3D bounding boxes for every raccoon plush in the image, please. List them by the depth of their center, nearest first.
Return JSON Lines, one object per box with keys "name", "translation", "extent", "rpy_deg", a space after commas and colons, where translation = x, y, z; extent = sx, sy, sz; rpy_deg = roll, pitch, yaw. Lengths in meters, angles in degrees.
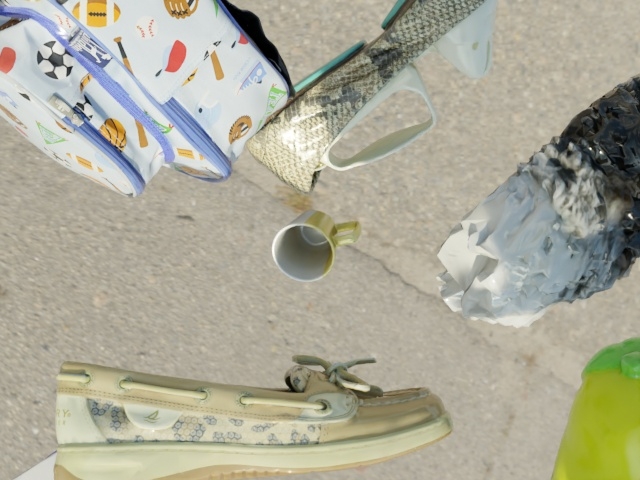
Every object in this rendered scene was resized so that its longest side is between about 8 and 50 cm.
{"name": "raccoon plush", "translation": [0.311, 0.008, 0.541], "extent": [0.446, 0.216, 0.299], "rpy_deg": [-39, 74, -17]}

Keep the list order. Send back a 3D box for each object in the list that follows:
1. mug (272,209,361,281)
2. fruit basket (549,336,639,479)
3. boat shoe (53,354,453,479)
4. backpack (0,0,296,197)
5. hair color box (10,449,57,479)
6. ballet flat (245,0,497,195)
{"name": "mug", "translation": [-0.003, 0.002, 0.866], "extent": [0.064, 0.078, 0.062], "rpy_deg": [-61, 167, -64]}
{"name": "fruit basket", "translation": [0.283, 0.274, 0.736], "extent": [0.392, 0.283, 0.392], "rpy_deg": [11, 62, -21]}
{"name": "boat shoe", "translation": [-0.043, 0.120, 0.622], "extent": [0.285, 0.104, 0.089], "rpy_deg": [-2, 79, -15]}
{"name": "backpack", "translation": [-0.163, -0.155, 0.725], "extent": [0.263, 0.276, 0.213], "rpy_deg": [36, 87, -40]}
{"name": "hair color box", "translation": [-0.235, 0.393, 0.831], "extent": [0.185, 0.110, 0.339], "rpy_deg": [-32, 76, -12]}
{"name": "ballet flat", "translation": [0.107, -0.234, 1.155], "extent": [0.182, 0.483, 0.164], "rpy_deg": [46, 23, -7]}
